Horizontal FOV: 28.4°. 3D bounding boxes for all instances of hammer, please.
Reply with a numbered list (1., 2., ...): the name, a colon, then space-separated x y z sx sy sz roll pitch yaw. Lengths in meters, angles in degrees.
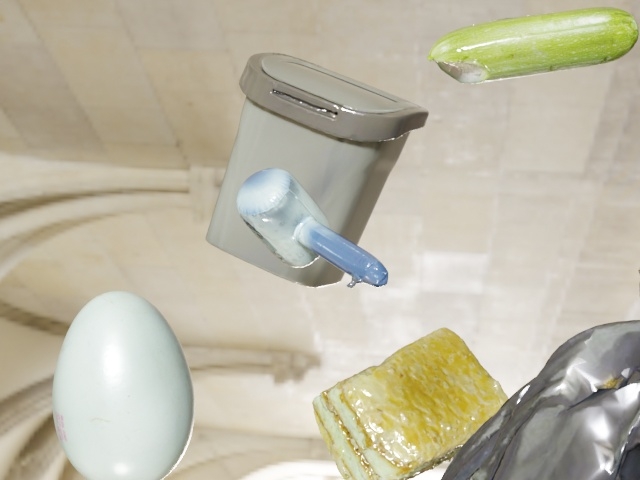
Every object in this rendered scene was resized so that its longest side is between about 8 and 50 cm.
1. hammer: 0.000 0.000 1.253 0.069 0.194 0.116 -48 -46 -9

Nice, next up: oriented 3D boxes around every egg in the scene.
1. egg: -0.255 0.196 1.640 0.183 0.182 0.264 -50 -43 -80

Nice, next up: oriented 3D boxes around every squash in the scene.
1. squash: 0.236 -0.217 1.409 0.069 0.238 0.069 -8 -90 -90

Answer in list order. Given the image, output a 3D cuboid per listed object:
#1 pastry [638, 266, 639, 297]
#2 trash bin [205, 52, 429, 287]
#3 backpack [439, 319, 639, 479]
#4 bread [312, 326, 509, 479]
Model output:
1. pastry: 0.529 0.048 1.741 0.275 0.192 0.275 -15 -90 -71
2. trash bin: -0.016 -0.088 1.607 0.219 0.219 0.250 -7 -61 -69
3. backpack: 0.145 0.136 0.620 0.133 0.206 0.258 48 127 41
4. bread: 0.100 0.189 1.396 0.138 0.196 0.102 55 144 24
